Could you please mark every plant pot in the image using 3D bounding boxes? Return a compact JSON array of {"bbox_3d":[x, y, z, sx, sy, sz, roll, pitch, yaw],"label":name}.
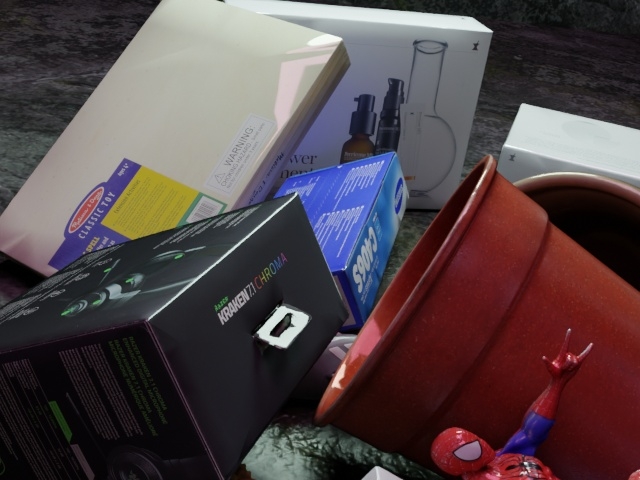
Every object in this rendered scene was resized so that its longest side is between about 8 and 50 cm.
[{"bbox_3d":[0.176,0.113,0.706,0.265,0.272,0.272,34,31,2],"label":"plant pot"},{"bbox_3d":[0.292,0.055,0.923,0.263,0.263,0.229,22,12,23],"label":"plant pot"}]

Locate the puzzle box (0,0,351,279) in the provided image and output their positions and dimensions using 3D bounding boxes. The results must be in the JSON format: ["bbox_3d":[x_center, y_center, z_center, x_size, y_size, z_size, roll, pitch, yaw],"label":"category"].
[{"bbox_3d":[-0.179,-0.105,0.988,0.272,0.052,0.409,24,73,26],"label":"puzzle box"}]

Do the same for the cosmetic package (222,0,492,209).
[{"bbox_3d":[0.036,-0.193,1.224,0.377,0.284,0.097,0,26,-14],"label":"cosmetic package"}]

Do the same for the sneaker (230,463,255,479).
[{"bbox_3d":[-0.066,0.247,0.624,0.069,0.084,0.185,8,43,-52],"label":"sneaker"}]

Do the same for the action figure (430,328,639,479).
[{"bbox_3d":[0.213,0.171,0.553,0.280,0.139,0.091,26,19,-5],"label":"action figure"}]

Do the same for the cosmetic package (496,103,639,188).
[{"bbox_3d":[0.394,-0.097,1.303,0.224,0.138,0.224,16,28,14],"label":"cosmetic package"}]

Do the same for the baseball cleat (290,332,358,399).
[{"bbox_3d":[0.056,0.141,0.840,0.206,0.072,0.109,-8,39,-21],"label":"baseball cleat"}]

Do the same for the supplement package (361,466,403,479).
[{"bbox_3d":[0.051,0.279,0.466,0.139,0.134,0.244,33,23,-16],"label":"supplement package"}]

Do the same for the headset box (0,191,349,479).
[{"bbox_3d":[-0.142,0.084,0.690,0.283,0.131,0.246,-15,16,28],"label":"headset box"}]

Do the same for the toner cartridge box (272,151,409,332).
[{"bbox_3d":[0.000,0.000,1.016,0.165,0.075,0.348,-11,23,20],"label":"toner cartridge box"}]
